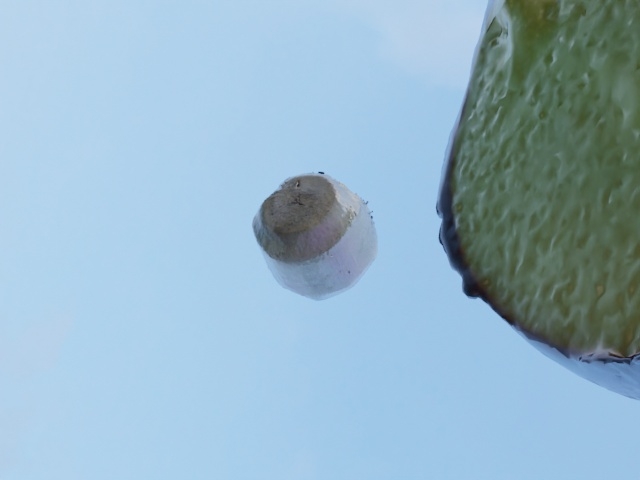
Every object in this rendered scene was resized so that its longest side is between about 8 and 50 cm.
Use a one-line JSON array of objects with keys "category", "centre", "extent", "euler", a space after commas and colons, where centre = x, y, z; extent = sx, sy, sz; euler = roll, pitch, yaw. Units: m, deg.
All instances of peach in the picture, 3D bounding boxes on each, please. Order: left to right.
[{"category": "peach", "centre": [0.213, -0.044, 0.485], "extent": [0.361, 0.201, 0.257], "euler": [-115, -139, -64]}]

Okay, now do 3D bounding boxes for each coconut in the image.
[{"category": "coconut", "centre": [0.000, 0.000, 0.843], "extent": [0.110, 0.124, 0.110], "euler": [-10, -127, 13]}]
